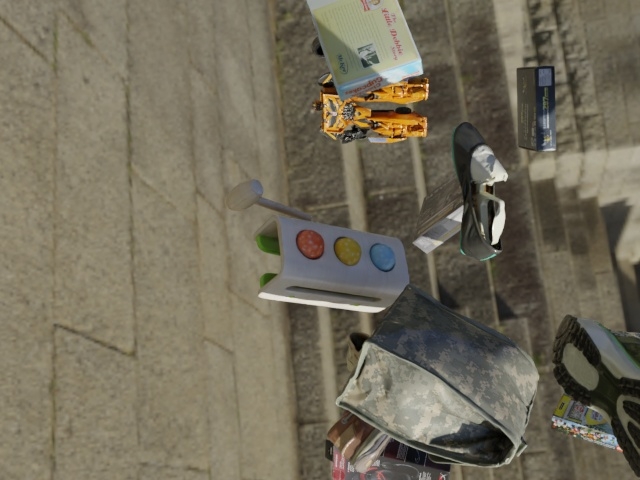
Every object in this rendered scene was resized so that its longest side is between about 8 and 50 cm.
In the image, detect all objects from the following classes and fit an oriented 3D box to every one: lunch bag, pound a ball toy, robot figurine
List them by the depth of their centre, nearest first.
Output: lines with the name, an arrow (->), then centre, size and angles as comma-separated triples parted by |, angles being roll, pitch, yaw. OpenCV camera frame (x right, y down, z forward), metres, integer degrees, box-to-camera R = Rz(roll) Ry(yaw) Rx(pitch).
lunch bag -> 0.207, 0.233, 1.418 | 0.235, 0.287, 0.168 | -44, 159, -60
pound a ball toy -> 0.000, 0.000, 1.597 | 0.319, 0.136, 0.208 | 11, 58, -32
robot figurine -> 0.122, -0.333, 2.185 | 0.085, 0.291, 0.211 | -81, 170, -58

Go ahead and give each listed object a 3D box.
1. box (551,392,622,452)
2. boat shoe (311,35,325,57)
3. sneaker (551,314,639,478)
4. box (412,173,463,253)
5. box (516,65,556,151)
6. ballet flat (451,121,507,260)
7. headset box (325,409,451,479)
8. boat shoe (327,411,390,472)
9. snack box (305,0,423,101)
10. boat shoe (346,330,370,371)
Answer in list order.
box -> 0.617, 0.343, 1.894 | 0.233, 0.159, 0.044 | -45, 140, -42
boat shoe -> 0.081, -0.467, 2.102 | 0.065, 0.206, 0.075 | -89, 175, -63
sneaker -> 0.530, 0.240, 1.331 | 0.410, 0.182, 0.158 | -121, -149, -54
box -> 0.345, -0.094, 2.259 | 0.056, 0.231, 0.183 | 35, 44, -16
box -> 0.601, -0.370, 2.443 | 0.183, 0.059, 0.232 | -107, -166, -79
ballet flat -> 0.327, -0.099, 1.743 | 0.095, 0.096, 0.280 | -13, 99, -40
headset box -> 0.150, 0.517, 2.006 | 0.110, 0.293, 0.218 | -68, 164, -46
boat shoe -> 0.123, 0.330, 1.766 | 0.324, 0.116, 0.123 | -35, 155, -54
snack box -> 0.083, -0.470, 1.887 | 0.060, 0.187, 0.321 | 65, 7, -65
boat shoe -> 0.136, 0.293, 2.161 | 0.302, 0.109, 0.098 | -161, -120, -71
